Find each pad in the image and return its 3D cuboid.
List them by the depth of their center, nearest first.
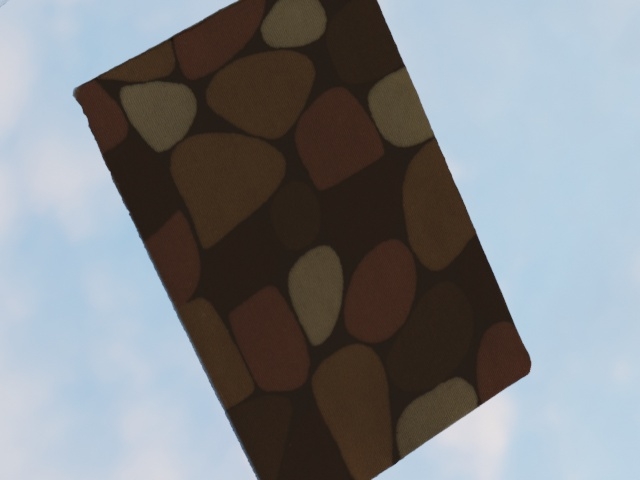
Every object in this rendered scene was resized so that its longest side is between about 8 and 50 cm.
[{"bbox_3d":[0.000,0.000,0.826,0.158,0.003,0.235,-31,-72,-23],"label":"pad"}]

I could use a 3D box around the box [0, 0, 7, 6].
[{"bbox_3d":[-0.129,-0.084,0.504,0.073,0.139,0.194,51,-153,-11],"label":"box"}]
